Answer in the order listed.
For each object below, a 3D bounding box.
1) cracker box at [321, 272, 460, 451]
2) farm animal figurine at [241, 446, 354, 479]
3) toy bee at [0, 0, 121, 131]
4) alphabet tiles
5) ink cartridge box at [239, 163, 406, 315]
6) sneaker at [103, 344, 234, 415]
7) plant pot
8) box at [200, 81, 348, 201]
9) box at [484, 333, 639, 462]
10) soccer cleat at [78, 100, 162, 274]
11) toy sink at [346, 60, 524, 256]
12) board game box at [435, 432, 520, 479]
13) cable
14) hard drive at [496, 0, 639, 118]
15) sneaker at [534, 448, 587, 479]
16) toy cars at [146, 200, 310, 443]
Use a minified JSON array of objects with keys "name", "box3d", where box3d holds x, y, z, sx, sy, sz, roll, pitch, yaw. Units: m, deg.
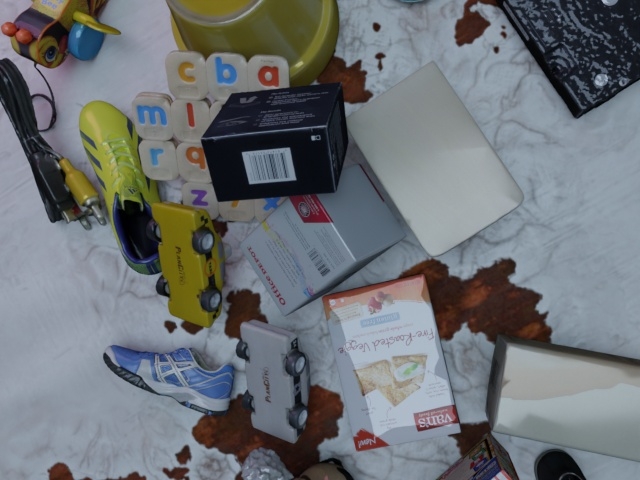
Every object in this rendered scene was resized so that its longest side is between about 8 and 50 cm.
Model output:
[{"name":"cracker box","box3d":[0.104,0.177,1.030,0.155,0.067,0.232,-14,87,9]},{"name":"farm animal figurine","box3d":[0.042,0.446,0.960,0.172,0.330,0.327,-33,55,9]},{"name":"toy bee","box3d":[-0.406,-0.328,1.083,0.195,0.162,0.299,4,89,7]},{"name":"alphabet tiles","box3d":[-0.127,-0.142,1.018,0.283,0.021,0.278,4,129,5]},{"name":"ink cartridge box","box3d":[0.000,0.000,0.987,0.176,0.127,0.128,-39,81,41]},{"name":"sneaker","box3d":[-0.231,0.199,1.084,0.211,0.080,0.081,20,85,0]},{"name":"plant pot","box3d":[-0.112,-0.344,0.997,0.253,0.239,0.254,0,89,10]},{"name":"box","box3d":[-0.051,-0.129,0.899,0.155,0.158,0.093,-3,122,12]},{"name":"box","box3d":[0.391,0.218,0.944,0.310,0.148,0.121,9,89,8]},{"name":"soccer cleat","box3d":[-0.294,-0.087,1.068,0.093,0.121,0.289,-20,87,-9]},{"name":"toy sink","box3d":[0.162,-0.104,0.999,0.152,0.131,0.234,-33,78,7]},{"name":"board game box","box3d":[0.197,0.344,0.945,0.147,0.193,0.045,-44,83,6]},{"name":"cable","box3d":[-0.429,-0.141,1.100,0.072,0.139,0.287,-26,94,-34]},{"name":"hard drive","box3d":[0.450,-0.363,0.995,0.338,0.064,0.237,-33,83,7]},{"name":"sneaker","box3d":[0.361,0.406,0.954,0.083,0.118,0.222,-27,84,7]},{"name":"toy cars","box3d":[-0.117,0.107,1.014,0.176,0.087,0.394,-35,91,42]}]
